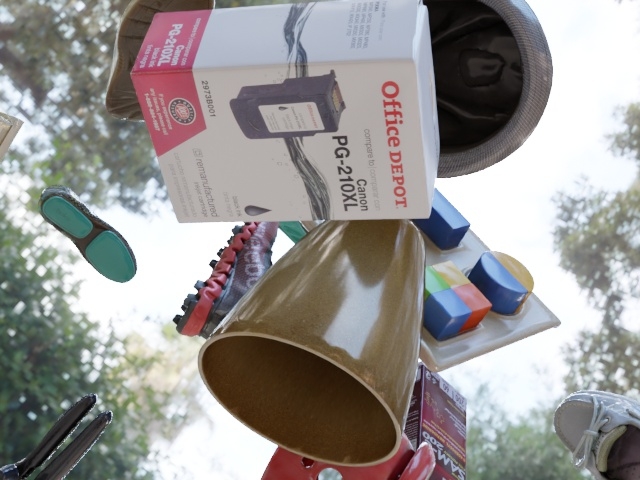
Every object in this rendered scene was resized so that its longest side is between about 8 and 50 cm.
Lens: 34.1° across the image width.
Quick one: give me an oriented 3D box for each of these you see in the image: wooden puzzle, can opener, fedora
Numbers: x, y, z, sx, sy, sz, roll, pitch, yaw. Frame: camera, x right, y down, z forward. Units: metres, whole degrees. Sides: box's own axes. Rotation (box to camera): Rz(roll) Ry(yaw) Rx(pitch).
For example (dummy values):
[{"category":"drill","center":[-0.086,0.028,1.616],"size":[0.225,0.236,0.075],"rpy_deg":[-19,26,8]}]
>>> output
[{"category":"wooden puzzle","center":[0.174,0.028,1.548],"size":[0.322,0.348,0.080],"rpy_deg":[49,-55,27]},{"category":"can opener","center":[-0.286,0.234,1.085],"size":[0.059,0.186,0.073],"rpy_deg":[51,6,3]},{"category":"fedora","center":[0.158,-0.200,1.232],"size":[0.276,0.124,0.243],"rpy_deg":[-7,-82,36]}]

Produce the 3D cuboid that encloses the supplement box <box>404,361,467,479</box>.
[{"category":"supplement box","center":[0.177,0.332,1.727],"size":[0.073,0.239,0.130],"rpy_deg":[-29,-58,31]}]

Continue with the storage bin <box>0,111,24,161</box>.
[{"category":"storage bin","center":[-0.550,-0.091,1.297],"size":[0.260,0.262,0.123],"rpy_deg":[20,-12,37]}]

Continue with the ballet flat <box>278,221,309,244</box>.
[{"category":"ballet flat","center":[0.000,0.000,1.849],"size":[0.247,0.083,0.087],"rpy_deg":[50,-59,8]}]

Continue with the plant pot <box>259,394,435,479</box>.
[{"category":"plant pot","center":[0.034,0.293,1.299],"size":[0.174,0.191,0.191],"rpy_deg":[31,-34,14]}]

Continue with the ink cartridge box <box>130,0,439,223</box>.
[{"category":"ink cartridge box","center":[-0.022,-0.109,0.911],"size":[0.237,0.100,0.172],"rpy_deg":[-1,-46,11]}]

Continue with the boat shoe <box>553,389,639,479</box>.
[{"category":"boat shoe","center":[0.420,0.292,1.381],"size":[0.103,0.118,0.320],"rpy_deg":[15,15,-36]}]

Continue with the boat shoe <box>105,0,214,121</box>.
[{"category":"boat shoe","center":[-0.220,-0.280,1.394],"size":[0.109,0.098,0.302],"rpy_deg":[9,-32,-20]}]

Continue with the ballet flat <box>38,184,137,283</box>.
[{"category":"ballet flat","center":[-0.336,-0.014,1.524],"size":[0.070,0.070,0.188],"rpy_deg":[-3,-44,42]}]

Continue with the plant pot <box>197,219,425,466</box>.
[{"category":"plant pot","center":[0.024,0.085,1.187],"size":[0.237,0.254,0.237],"rpy_deg":[19,-36,14]}]

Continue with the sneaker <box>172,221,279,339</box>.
[{"category":"sneaker","center":[-0.116,0.065,1.639],"size":[0.135,0.276,0.097],"rpy_deg":[31,-41,-3]}]
